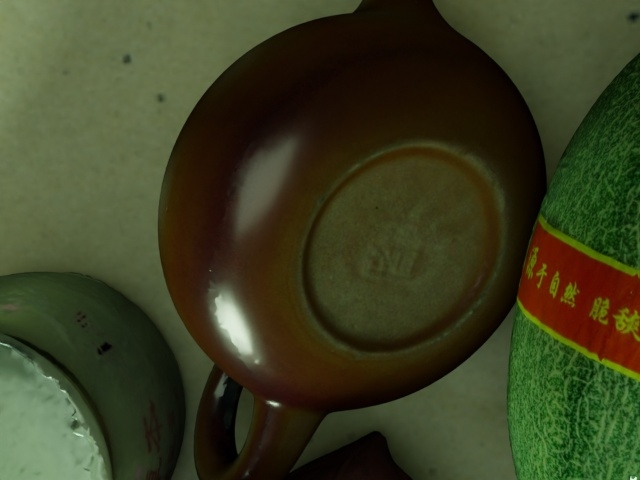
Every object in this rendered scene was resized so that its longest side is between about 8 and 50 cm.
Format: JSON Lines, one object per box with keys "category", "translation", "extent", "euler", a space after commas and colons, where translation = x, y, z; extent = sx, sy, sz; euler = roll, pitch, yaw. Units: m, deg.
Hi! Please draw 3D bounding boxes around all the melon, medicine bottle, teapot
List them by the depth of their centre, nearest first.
{"category": "melon", "translation": [0.173, 0.022, 0.640], "extent": [0.182, 0.182, 0.287], "euler": [12, 100, 8]}
{"category": "teapot", "translation": [0.000, 0.000, 0.700], "extent": [0.178, 0.135, 0.252], "euler": [18, 104, -28]}
{"category": "medicine bottle", "translation": [-0.145, 0.094, 0.730], "extent": [0.147, 0.143, 0.147], "euler": [2, 100, 9]}

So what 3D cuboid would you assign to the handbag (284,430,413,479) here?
{"category": "handbag", "translation": [-0.030, 0.200, 0.728], "extent": [0.225, 0.146, 0.135], "euler": [-33, 87, 14]}
